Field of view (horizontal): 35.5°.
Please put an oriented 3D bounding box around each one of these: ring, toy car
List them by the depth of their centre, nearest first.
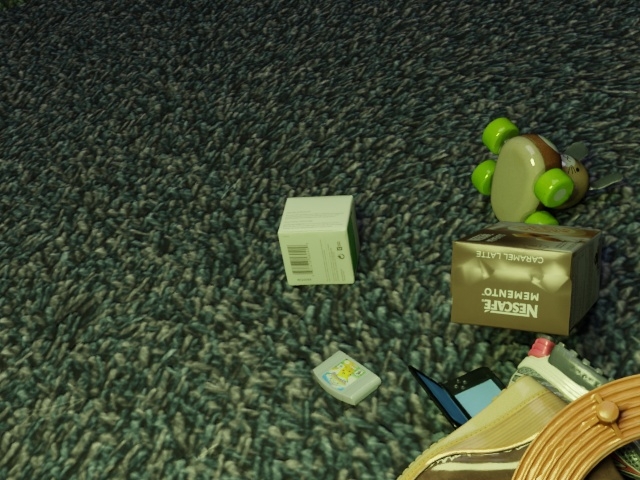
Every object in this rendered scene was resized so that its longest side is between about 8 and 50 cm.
[{"bbox_3d":[0.328,0.279,0.898,0.336,0.032,0.337,-7,66,16],"label":"ring"},{"bbox_3d":[0.345,-0.099,1.460,0.188,0.149,0.155,-16,47,-25],"label":"toy car"}]

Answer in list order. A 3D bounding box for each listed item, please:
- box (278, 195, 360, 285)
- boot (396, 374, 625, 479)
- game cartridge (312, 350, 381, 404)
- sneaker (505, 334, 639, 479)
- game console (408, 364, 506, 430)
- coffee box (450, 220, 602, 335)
[{"bbox_3d":[0.000,0.000,1.445,0.101,0.101,0.087,-2,37,10],"label":"box"},{"bbox_3d":[0.194,0.283,1.012,0.248,0.090,0.207,-44,64,11],"label":"boot"},{"bbox_3d":[0.030,0.176,1.276,0.056,0.017,0.083,-37,42,-24],"label":"game cartridge"},{"bbox_3d":[0.328,0.226,1.060,0.299,0.121,0.112,36,92,35],"label":"sneaker"},{"bbox_3d":[0.178,0.184,1.174,0.107,0.071,0.122,-22,38,-13],"label":"game console"},{"bbox_3d":[0.258,0.039,1.230,0.141,0.098,0.246,5,8,23],"label":"coffee box"}]
